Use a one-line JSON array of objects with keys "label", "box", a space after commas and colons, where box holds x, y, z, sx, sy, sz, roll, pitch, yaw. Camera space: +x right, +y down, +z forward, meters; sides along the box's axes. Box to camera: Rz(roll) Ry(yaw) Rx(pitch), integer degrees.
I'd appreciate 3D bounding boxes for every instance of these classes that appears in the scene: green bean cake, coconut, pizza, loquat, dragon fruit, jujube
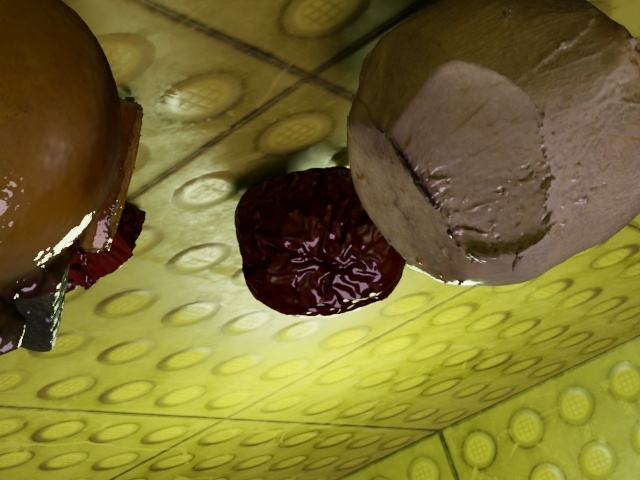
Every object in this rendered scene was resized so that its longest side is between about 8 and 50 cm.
[{"label": "green bean cake", "box": [-0.422, 0.053, 1.586, 0.185, 0.094, 0.183, 12, 145, -5]}, {"label": "coconut", "box": [0.226, -0.136, 1.434, 0.360, 0.346, 0.346, -34, 163, -19]}, {"label": "pizza", "box": [-0.256, -0.078, 1.473, 0.062, 0.188, 0.199, 16, 177, -6]}, {"label": "loquat", "box": [-0.337, -0.069, 1.123, 0.328, 0.360, 0.328, -14, -179, 0]}, {"label": "dragon fruit", "box": [-0.333, 0.002, 1.682, 0.192, 0.122, 0.092, -31, 116, 35]}, {"label": "jujube", "box": [0.000, 0.000, 1.724, 0.232, 0.213, 0.213, -7, 158, 0]}]

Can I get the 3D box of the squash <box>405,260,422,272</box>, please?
[{"label": "squash", "box": [0.278, 0.016, 2.152, 0.340, 0.095, 0.094, 1, 151, -35]}]
